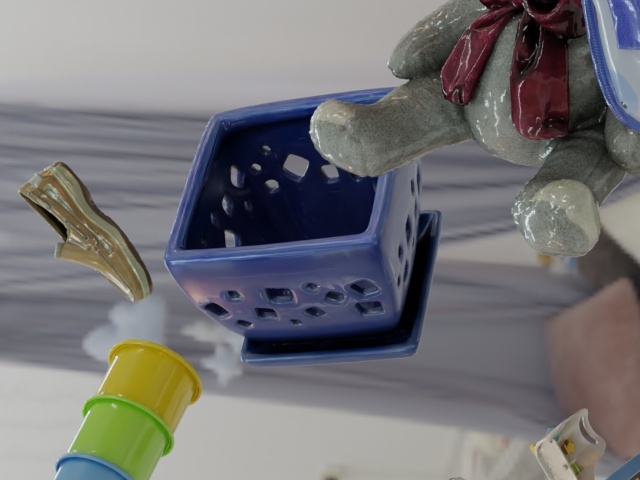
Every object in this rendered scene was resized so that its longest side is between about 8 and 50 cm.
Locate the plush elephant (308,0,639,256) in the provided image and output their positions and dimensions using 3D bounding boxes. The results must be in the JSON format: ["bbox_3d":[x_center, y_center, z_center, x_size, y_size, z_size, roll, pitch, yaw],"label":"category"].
[{"bbox_3d":[0.182,-0.186,1.151,0.272,0.330,0.255,30,139,39],"label":"plush elephant"}]

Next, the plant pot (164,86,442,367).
[{"bbox_3d":[0.000,0.000,1.544,0.236,0.235,0.212,-76,-29,-42],"label":"plant pot"}]

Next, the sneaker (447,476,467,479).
[{"bbox_3d":[0.181,0.443,2.045,0.240,0.126,0.091,-51,-3,-37],"label":"sneaker"}]

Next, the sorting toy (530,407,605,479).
[{"bbox_3d":[0.268,0.218,1.549,0.045,0.075,0.083,-3,122,58],"label":"sorting toy"}]

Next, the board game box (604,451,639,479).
[{"bbox_3d":[0.373,0.283,1.332,0.254,0.336,0.079,-41,43,11],"label":"board game box"}]

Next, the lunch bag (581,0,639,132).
[{"bbox_3d":[0.255,-0.225,0.908,0.115,0.243,0.303,12,118,65],"label":"lunch bag"}]

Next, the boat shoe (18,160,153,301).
[{"bbox_3d":[-0.265,0.002,1.632,0.190,0.072,0.068,48,152,15],"label":"boat shoe"}]

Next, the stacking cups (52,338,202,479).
[{"bbox_3d":[-0.203,0.228,1.257,0.096,0.096,0.316,105,-172,-49],"label":"stacking cups"}]
